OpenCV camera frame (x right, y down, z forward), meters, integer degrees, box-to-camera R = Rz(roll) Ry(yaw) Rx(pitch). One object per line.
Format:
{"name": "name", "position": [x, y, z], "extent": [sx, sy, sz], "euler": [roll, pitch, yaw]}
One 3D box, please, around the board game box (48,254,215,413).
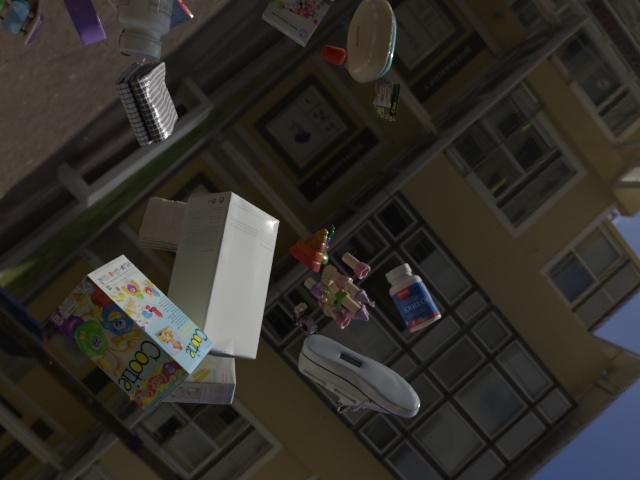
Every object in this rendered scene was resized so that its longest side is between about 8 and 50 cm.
{"name": "board game box", "position": [-0.382, 0.189, 1.155], "extent": [0.142, 0.275, 0.144], "euler": [-44, -177, 18]}

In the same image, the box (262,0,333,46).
{"name": "box", "position": [-0.055, -0.665, 1.572], "extent": [0.186, 0.145, 0.038], "euler": [-57, -173, -2]}

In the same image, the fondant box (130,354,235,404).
{"name": "fondant box", "position": [-0.462, 0.432, 1.905], "extent": [0.238, 0.330, 0.096], "euler": [-110, -149, -59]}

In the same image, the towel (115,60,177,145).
{"name": "towel", "position": [-0.598, -0.493, 1.980], "extent": [0.121, 0.235, 0.284], "euler": [-12, -149, 6]}

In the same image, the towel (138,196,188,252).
{"name": "towel", "position": [-0.610, -0.063, 2.222], "extent": [0.282, 0.187, 0.049], "euler": [-91, -164, -47]}

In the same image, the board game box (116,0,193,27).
{"name": "board game box", "position": [-0.577, -0.796, 1.942], "extent": [0.281, 0.145, 0.027], "euler": [-3, -131, 40]}

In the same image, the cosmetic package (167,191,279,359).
{"name": "cosmetic package", "position": [-0.250, 0.094, 1.418], "extent": [0.156, 0.217, 0.385], "euler": [-1, -111, 33]}

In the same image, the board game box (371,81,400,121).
{"name": "board game box", "position": [0.236, -0.512, 2.051], "extent": [0.030, 0.136, 0.260], "euler": [1, -165, -10]}

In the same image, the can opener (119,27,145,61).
{"name": "can opener", "position": [-0.533, -0.668, 1.706], "extent": [0.095, 0.076, 0.283], "euler": [-11, 152, -44]}

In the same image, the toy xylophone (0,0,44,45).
{"name": "toy xylophone", "position": [-0.762, -0.588, 1.225], "extent": [0.236, 0.322, 0.081], "euler": [-34, -140, 48]}

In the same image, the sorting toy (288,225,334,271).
{"name": "sorting toy", "position": [0.000, 0.000, 1.895], "extent": [0.126, 0.127, 0.365], "euler": [-53, 177, 11]}

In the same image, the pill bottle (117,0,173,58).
{"name": "pill bottle", "position": [-0.446, -0.590, 1.429], "extent": [0.131, 0.131, 0.229], "euler": [-121, -139, -80]}

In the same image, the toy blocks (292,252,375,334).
{"name": "toy blocks", "position": [0.091, 0.270, 2.319], "extent": [0.309, 0.260, 0.289], "euler": [-31, 148, -33]}

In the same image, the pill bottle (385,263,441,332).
{"name": "pill bottle", "position": [0.316, 0.198, 1.958], "extent": [0.124, 0.221, 0.124], "euler": [-26, 166, -7]}

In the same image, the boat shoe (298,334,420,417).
{"name": "boat shoe", "position": [0.092, 0.421, 1.585], "extent": [0.136, 0.367, 0.156], "euler": [-43, 156, -60]}

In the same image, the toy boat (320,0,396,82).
{"name": "toy boat", "position": [0.139, -0.621, 1.793], "extent": [0.318, 0.148, 0.268], "euler": [2, -95, 58]}

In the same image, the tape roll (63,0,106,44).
{"name": "tape roll", "position": [-0.772, -0.739, 1.818], "extent": [0.080, 0.189, 0.189], "euler": [-23, -174, -12]}
